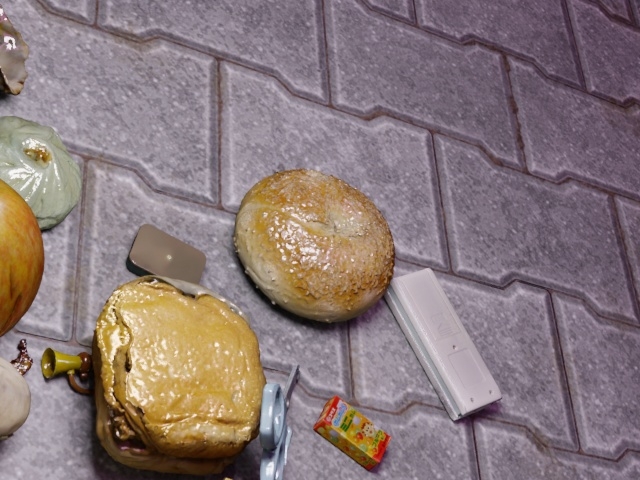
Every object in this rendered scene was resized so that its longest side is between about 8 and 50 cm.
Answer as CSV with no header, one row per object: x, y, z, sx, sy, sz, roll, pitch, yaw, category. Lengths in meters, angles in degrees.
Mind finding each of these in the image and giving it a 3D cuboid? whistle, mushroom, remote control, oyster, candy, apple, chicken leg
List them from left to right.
-0.630,-0.385,1.985,0.396,0.111,0.204,40,27,-3,oyster
-0.509,0.014,1.654,0.264,0.264,0.264,19,50,-24,apple
-0.469,0.212,1.624,0.154,0.122,0.154,39,3,-2,mushroom
-0.438,0.179,1.743,0.036,0.021,0.083,28,45,-3,chicken leg
-0.354,0.191,1.781,0.109,0.046,0.057,11,38,-36,whistle
0.053,0.317,1.977,0.122,0.038,0.062,38,44,-6,candy
0.218,0.187,2.180,0.103,0.055,0.277,-14,69,-41,remote control

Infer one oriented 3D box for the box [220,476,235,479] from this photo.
-0.103,0.479,1.728,0.153,0.074,0.239,21,50,-16,box

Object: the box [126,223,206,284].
-0.255,0.035,1.973,0.126,0.031,0.091,28,47,-17,box

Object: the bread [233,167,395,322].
0.000,0.000,2.089,0.306,0.159,0.305,19,51,-25,bread

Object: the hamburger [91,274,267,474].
-0.219,0.196,1.772,0.319,0.158,0.318,29,43,-30,hamburger

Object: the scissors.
-0.055,0.262,1.842,0.029,0.191,0.360,1,16,8,scissors

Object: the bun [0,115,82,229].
-0.463,-0.113,1.875,0.195,0.118,0.195,18,48,-21,bun
